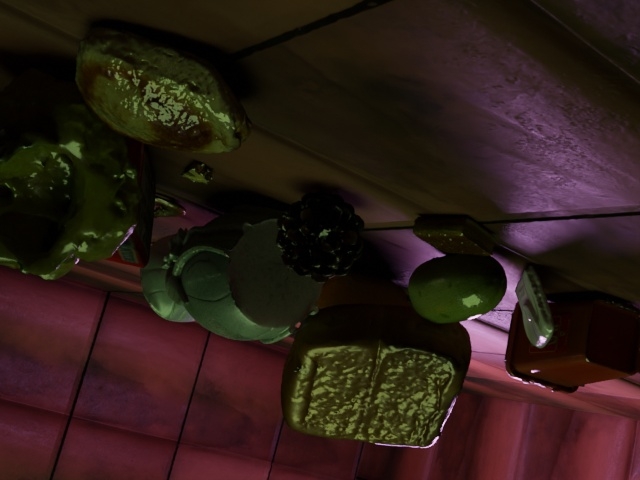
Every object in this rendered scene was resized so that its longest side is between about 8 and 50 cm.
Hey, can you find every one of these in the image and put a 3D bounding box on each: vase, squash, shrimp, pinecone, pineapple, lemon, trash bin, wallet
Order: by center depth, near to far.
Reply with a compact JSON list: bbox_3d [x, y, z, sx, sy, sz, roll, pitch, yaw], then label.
[{"bbox_3d":[-0.001,-0.001,1.314,0.140,0.140,0.121,14,-168,3],"label":"pinecone"},{"bbox_3d":[-0.191,-0.105,1.378,0.045,0.019,0.083,24,166,-15],"label":"pineapple"},{"bbox_3d":[0.239,0.076,1.445,0.123,0.123,0.186,20,164,-22],"label":"squash"},{"bbox_3d":[0.360,0.117,1.486,0.031,0.124,0.183,-15,165,5],"label":"wallet"},{"bbox_3d":[0.470,0.188,1.590,0.184,0.161,0.238,19,164,-19],"label":"trash bin"},{"bbox_3d":[-0.179,0.066,1.623,0.250,0.250,0.445,21,167,-28],"label":"vase"},{"bbox_3d":[-0.311,-0.065,1.677,0.091,0.025,0.127,22,161,-30],"label":"shrimp"},{"bbox_3d":[0.081,0.177,1.827,0.253,0.228,0.228,23,170,13],"label":"lemon"}]

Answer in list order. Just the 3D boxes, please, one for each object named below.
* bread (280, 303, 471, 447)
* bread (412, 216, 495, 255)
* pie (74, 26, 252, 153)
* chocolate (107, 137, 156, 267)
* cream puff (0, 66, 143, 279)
[{"bbox_3d":[0.094,0.240,1.634,0.327,0.148,0.337,6,134,-2],"label":"bread"},{"bbox_3d":[0.200,-0.008,1.308,0.094,0.035,0.090,3,163,45],"label":"bread"},{"bbox_3d":[-0.174,-0.156,0.973,0.205,0.084,0.179,19,168,-3],"label":"pie"},{"bbox_3d":[-0.433,-0.089,1.396,0.341,0.162,0.360,15,168,-4],"label":"chocolate"},{"bbox_3d":[-0.354,-0.078,1.093,0.281,0.282,0.185,11,-164,18],"label":"cream puff"}]
